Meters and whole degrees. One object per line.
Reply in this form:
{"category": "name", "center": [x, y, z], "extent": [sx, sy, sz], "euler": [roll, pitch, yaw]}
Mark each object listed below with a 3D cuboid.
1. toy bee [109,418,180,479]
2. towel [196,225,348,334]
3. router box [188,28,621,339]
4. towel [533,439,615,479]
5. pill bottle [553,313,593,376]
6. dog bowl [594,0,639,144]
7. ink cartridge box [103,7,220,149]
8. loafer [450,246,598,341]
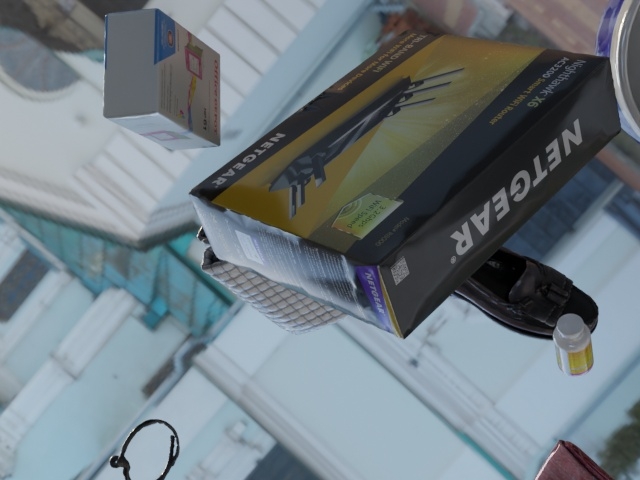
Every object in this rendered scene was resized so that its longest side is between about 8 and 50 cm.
{"category": "toy bee", "center": [-0.200, 0.325, 0.931], "extent": [0.162, 0.298, 0.195], "euler": [-4, 148, 42]}
{"category": "towel", "center": [0.000, 0.000, 1.463], "extent": [0.235, 0.283, 0.121], "euler": [44, -153, -42]}
{"category": "router box", "center": [0.075, -0.070, 0.899], "extent": [0.243, 0.309, 0.081], "euler": [20, 141, 44]}
{"category": "towel", "center": [0.229, 0.395, 0.990], "extent": [0.037, 0.329, 0.237], "euler": [21, -165, -45]}
{"category": "pill bottle", "center": [0.296, 0.122, 1.188], "extent": [0.043, 0.043, 0.083], "euler": [49, 168, 41]}
{"category": "dog bowl", "center": [0.444, -0.209, 1.117], "extent": [0.265, 0.265, 0.104], "euler": [39, -171, -9]}
{"category": "ink cartridge box", "center": [-0.130, -0.132, 0.855], "extent": [0.052, 0.089, 0.122], "euler": [-3, 172, 17]}
{"category": "loafer", "center": [0.281, 0.063, 1.540], "extent": [0.302, 0.109, 0.095], "euler": [22, 153, 12]}
